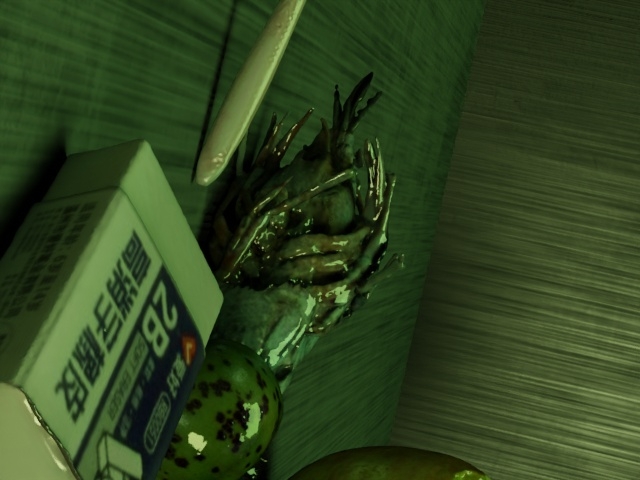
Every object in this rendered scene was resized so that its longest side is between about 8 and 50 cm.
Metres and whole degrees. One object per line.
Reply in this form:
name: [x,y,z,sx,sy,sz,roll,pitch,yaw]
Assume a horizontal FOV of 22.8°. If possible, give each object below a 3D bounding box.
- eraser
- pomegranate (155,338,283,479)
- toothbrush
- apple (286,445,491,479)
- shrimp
eraser: [-0.119,0.055,0.823,0.210,0.068,0.124,-72,144,-51]
pomegranate: [-0.093,0.104,1.094,0.161,0.122,0.122,64,13,-2]
toothbrush: [-0.021,-0.178,1.182,0.307,0.025,0.029,-64,180,-3]
apple: [0.061,0.394,1.682,0.339,0.340,0.339,13,90,-81]
shrimp: [-0.001,0.002,1.274,0.137,0.172,0.372,71,39,-63]
